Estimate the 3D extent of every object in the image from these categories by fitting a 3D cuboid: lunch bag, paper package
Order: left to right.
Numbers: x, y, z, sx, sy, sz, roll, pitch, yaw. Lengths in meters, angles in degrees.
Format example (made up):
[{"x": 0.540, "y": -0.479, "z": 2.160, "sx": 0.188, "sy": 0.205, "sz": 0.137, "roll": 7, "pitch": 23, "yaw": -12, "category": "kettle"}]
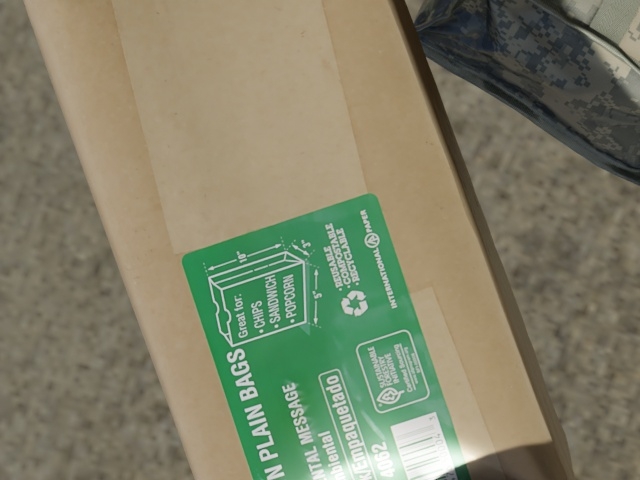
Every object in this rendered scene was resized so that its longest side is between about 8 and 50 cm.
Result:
[{"x": 0.000, "y": 0.000, "z": 0.993, "sx": 0.168, "sy": 0.309, "sz": 0.325, "roll": -20, "pitch": 89, "yaw": 6, "category": "paper package"}, {"x": 0.249, "y": -0.193, "z": 1.507, "sx": 0.235, "sy": 0.287, "sz": 0.169, "roll": -64, "pitch": 12, "yaw": -25, "category": "lunch bag"}]
